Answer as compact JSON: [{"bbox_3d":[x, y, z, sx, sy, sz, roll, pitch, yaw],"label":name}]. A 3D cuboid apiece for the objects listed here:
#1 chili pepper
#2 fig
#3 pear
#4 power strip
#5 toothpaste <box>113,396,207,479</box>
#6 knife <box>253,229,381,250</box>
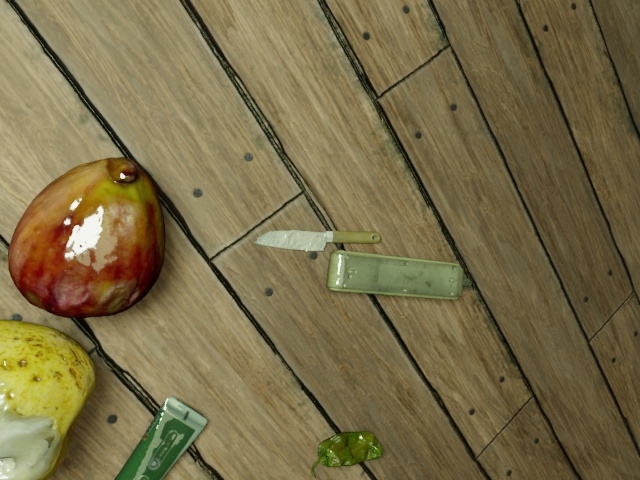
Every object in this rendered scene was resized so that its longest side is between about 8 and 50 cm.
[{"bbox_3d":[0.044,0.465,1.107,0.204,0.073,0.072,8,73,-37],"label":"chili pepper"},{"bbox_3d":[-0.355,-0.002,0.798,0.224,0.224,0.263,31,78,-25],"label":"fig"},{"bbox_3d":[-0.486,0.243,0.750,0.271,0.271,0.271,-3,96,-26],"label":"pear"},{"bbox_3d":[0.192,0.082,1.149,0.388,0.066,0.092,7,90,-24],"label":"power strip"},{"bbox_3d":[-0.364,0.475,0.919,0.099,0.061,0.392,42,74,-23],"label":"toothpaste"},{"bbox_3d":[0.001,0.001,1.071,0.298,0.017,0.047,1,100,-26],"label":"knife"}]
